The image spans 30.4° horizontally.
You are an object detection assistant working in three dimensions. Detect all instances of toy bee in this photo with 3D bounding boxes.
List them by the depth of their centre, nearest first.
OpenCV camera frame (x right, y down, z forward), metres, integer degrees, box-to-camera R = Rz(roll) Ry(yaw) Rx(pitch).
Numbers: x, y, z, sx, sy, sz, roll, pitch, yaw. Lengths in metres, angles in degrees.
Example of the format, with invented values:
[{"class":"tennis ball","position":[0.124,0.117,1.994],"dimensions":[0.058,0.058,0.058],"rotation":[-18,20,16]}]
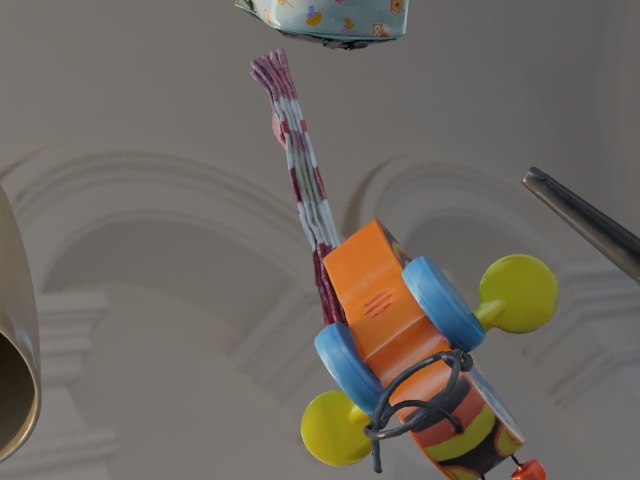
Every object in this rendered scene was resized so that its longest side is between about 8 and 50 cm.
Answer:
[{"class":"toy bee","position":[0.070,0.105,0.785],"dimensions":[0.195,0.162,0.298],"rotation":[-30,21,28]}]

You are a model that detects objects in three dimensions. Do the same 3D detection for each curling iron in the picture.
[{"class":"curling iron","position":[0.266,0.032,0.905],"dimensions":[0.035,0.274,0.068],"rotation":[-49,-13,11]}]

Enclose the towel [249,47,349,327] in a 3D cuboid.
[{"class":"towel","position":[0.000,0.000,1.178],"dimensions":[0.037,0.328,0.237],"rotation":[-16,-17,1]}]

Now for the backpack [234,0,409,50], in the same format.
[{"class":"backpack","position":[0.008,-0.269,1.196],"dimensions":[0.166,0.188,0.144],"rotation":[3,-63,-17]}]

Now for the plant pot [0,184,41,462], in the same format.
[{"class":"plant pot","position":[-0.382,0.047,1.129],"dimensions":[0.257,0.274,0.256],"rotation":[-3,-51,-3]}]
